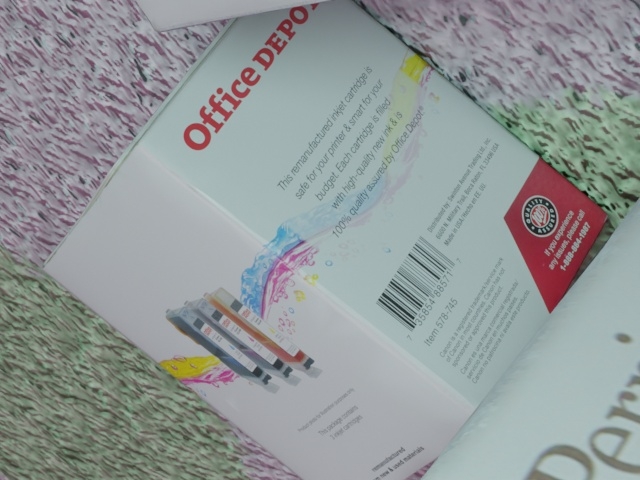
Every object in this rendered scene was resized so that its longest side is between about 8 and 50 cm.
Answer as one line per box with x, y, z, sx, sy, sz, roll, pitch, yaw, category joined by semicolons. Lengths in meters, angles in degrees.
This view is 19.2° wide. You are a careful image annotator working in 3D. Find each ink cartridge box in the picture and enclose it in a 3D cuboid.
0.000;0.000;0.794;0.176;0.128;0.127;40;144;-5;ink cartridge box

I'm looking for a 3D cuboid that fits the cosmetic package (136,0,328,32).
0.003;-0.198;0.559;0.224;0.138;0.225;-4;130;42;cosmetic package

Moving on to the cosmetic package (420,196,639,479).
0.240;0.192;0.588;0.393;0.329;0.327;20;125;19;cosmetic package
